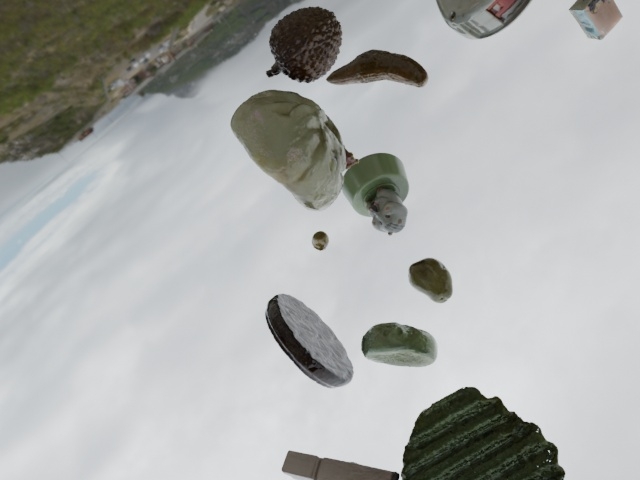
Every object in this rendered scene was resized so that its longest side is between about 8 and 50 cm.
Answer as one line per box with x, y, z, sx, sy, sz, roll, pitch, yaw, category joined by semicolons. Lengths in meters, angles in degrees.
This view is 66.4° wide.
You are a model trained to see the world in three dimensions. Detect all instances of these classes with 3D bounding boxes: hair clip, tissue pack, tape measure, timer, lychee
0.057;0.626;1.293;0.330;0.101;0.085;1;-127;32;hair clip
0.613;-0.505;1.088;0.074;0.094;0.059;-49;-155;9;tissue pack
0.386;-0.600;1.109;0.265;0.130;0.258;-51;-141;32;tape measure
0.263;-0.162;2.053;0.290;0.291;0.315;-31;-131;17;timer
-0.048;-0.509;1.301;0.238;0.200;0.200;-36;-157;18;lychee

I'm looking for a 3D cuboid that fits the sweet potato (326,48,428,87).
0.175;-0.530;1.503;0.341;0.092;0.114;12;-95;28;sweet potato

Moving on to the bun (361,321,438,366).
0.232;0.299;1.423;0.221;0.221;0.108;-17;-125;40;bun

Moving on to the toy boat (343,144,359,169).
-0.026;-0.285;1.638;0.317;0.141;0.099;13;-162;36;toy boat

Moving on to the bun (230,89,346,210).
-0.055;-0.255;1.319;0.219;0.365;0.365;-40;-157;11;bun

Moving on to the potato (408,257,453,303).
0.430;0.157;1.894;0.157;0.157;0.194;-35;-120;10;potato

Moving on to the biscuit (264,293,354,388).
-0.045;0.362;1.755;0.091;0.407;0.407;-43;-158;9;biscuit

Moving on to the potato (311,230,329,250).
0.000;0.000;1.423;0.083;0.051;0.040;109;-1;-61;potato

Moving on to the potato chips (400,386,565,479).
0.358;0.569;1.184;0.429;0.070;0.358;-47;-117;22;potato chips
